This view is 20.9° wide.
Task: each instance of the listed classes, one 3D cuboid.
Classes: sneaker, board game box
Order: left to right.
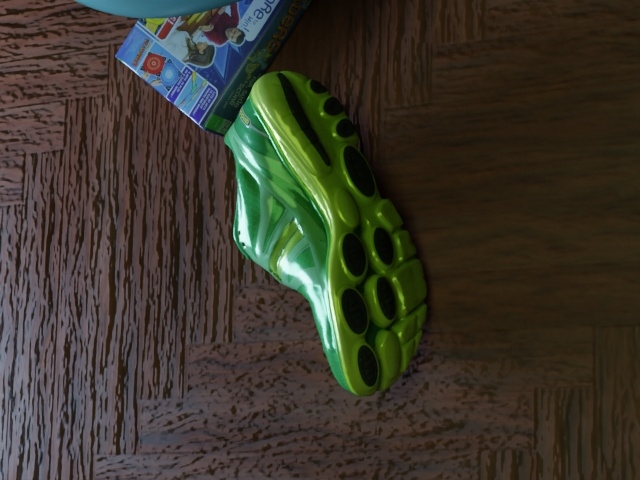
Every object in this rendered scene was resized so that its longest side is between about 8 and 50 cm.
[{"bbox_3d":[-0.088,-0.216,1.610,0.136,0.035,0.201,41,102,30],"label":"board game box"},{"bbox_3d":[0.000,0.000,1.492,0.123,0.109,0.295,-39,63,44],"label":"sneaker"}]

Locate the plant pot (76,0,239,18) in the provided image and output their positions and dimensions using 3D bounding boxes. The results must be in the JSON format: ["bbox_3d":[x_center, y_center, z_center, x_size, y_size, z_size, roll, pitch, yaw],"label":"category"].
[{"bbox_3d":[-0.134,-0.322,1.482,0.235,0.293,0.293,-22,69,43],"label":"plant pot"}]
